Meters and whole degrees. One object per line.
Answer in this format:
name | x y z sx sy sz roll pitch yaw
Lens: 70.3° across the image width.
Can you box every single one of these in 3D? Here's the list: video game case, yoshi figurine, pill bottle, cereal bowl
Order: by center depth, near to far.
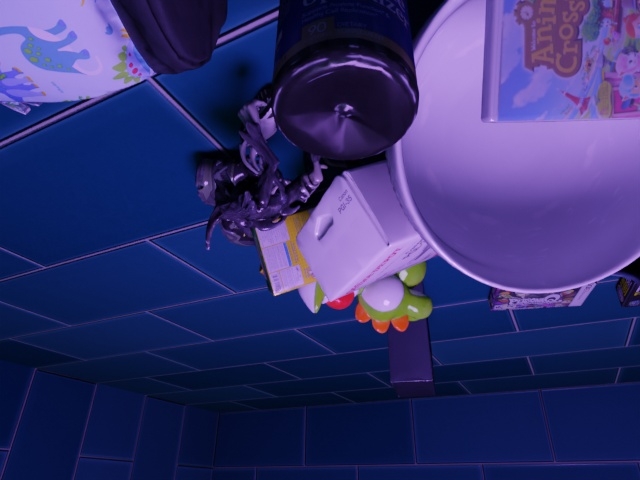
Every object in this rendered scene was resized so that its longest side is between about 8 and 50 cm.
video game case | 0.246 -0.217 0.409 0.193 0.213 0.023 -2 -168 -4
pill bottle | 0.020 -0.194 0.421 0.122 0.219 0.123 0 151 0
cereal bowl | 0.230 -0.122 0.512 0.338 0.339 0.141 3 -167 -5
yoshi figurine | 0.074 0.043 0.946 0.362 0.203 0.203 24 105 -11
video game case | 0.552 0.115 1.137 0.232 0.042 0.210 -5 149 10

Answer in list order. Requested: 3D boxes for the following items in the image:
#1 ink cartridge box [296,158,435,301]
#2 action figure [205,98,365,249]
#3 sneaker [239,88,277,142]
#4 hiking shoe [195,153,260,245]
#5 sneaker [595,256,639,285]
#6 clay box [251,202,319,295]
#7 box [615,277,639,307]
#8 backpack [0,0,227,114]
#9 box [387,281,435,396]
ink cartridge box | 0.131 -0.035 0.685 0.283 0.117 0.207 -20 162 -30
action figure | -0.055 -0.100 0.612 0.275 0.141 0.164 -31 170 -17
sneaker | -0.077 -0.176 0.649 0.043 0.040 0.109 2 159 -32
hiking shoe | -0.125 -0.060 0.798 0.114 0.086 0.227 -4 150 16
sneaker | 0.402 -0.016 0.742 0.349 0.148 0.131 15 137 2
clay box | 0.000 0.000 0.805 0.222 0.128 0.053 -17 -169 -17
box | 0.852 0.076 1.041 0.269 0.060 0.216 -9 149 17
backpack | -0.284 -0.244 0.350 0.355 0.274 0.290 14 157 2
box | 0.226 0.243 1.149 0.103 0.261 0.184 -8 150 15
